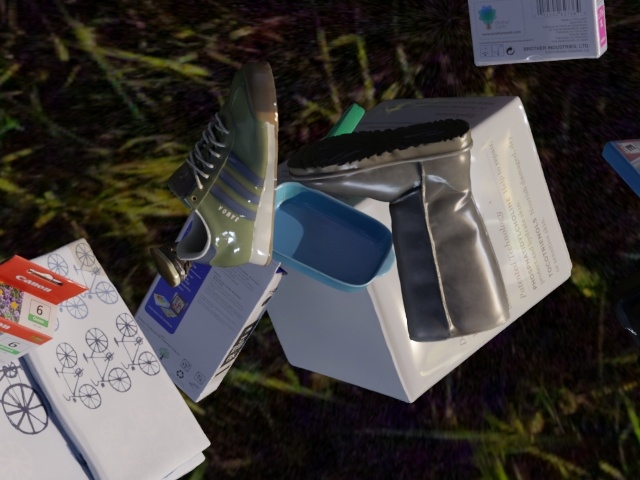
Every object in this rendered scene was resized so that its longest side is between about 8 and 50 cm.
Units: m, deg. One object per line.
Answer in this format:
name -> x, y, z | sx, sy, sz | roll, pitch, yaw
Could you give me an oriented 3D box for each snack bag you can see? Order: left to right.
snack bag -> -0.309, 0.177, 1.272 | 0.037, 0.342, 0.323 | -33, 86, 35

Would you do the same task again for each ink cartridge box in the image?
ink cartridge box -> -0.217, 0.051, 0.760 | 0.115, 0.029, 0.063 | -26, 139, 37
ink cartridge box -> -0.163, 0.076, 1.675 | 0.165, 0.065, 0.333 | 42, 124, 13
ink cartridge box -> 0.292, -0.405, 1.552 | 0.186, 0.065, 0.311 | 1, 115, 28

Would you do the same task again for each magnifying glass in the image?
magnifying glass -> 0.014, -0.123, 1.453 | 0.026, 0.231, 0.092 | 37, 112, -7

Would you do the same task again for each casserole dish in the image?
casserole dish -> 0.000, 0.000, 1.370 | 0.188, 0.114, 0.037 | 26, 143, 8

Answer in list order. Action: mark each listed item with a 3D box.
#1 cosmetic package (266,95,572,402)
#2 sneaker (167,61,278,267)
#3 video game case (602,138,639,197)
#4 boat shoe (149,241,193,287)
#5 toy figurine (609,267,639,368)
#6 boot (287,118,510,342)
cosmetic package -> 0.126, -0.006, 1.798 | 0.393, 0.329, 0.327 | -33, 114, -29
sneaker -> -0.083, -0.055, 0.926 | 0.086, 0.064, 0.192 | -5, 126, -13
video game case -> 0.308, -0.040, 0.825 | 0.166, 0.119, 0.015 | -6, 133, -24
boat shoe -> -0.195, 0.024, 1.488 | 0.049, 0.152, 0.056 | -26, 105, -11
toy figurine -> 0.218, 0.029, 0.321 | 0.209, 0.213, 0.148 | -19, 103, 47
boot -> 0.077, -0.001, 1.064 | 0.189, 0.076, 0.208 | -5, 119, 10
